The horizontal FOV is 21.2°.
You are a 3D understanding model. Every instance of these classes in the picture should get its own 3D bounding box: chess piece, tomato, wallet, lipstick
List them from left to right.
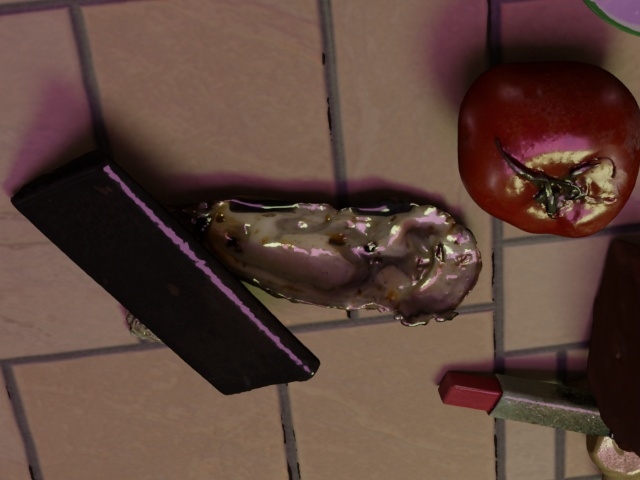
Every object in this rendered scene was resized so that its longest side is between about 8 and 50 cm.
[{"bbox_3d":[-0.150,0.037,1.702,0.321,0.044,0.170,46,145,-22],"label":"wallet"},{"bbox_3d":[0.211,-0.089,1.621,0.187,0.151,0.187,-8,135,-8],"label":"tomato"},{"bbox_3d":[0.286,0.189,1.902,0.312,0.051,0.051,10,113,3],"label":"lipstick"},{"bbox_3d":[0.348,0.228,1.974,0.090,0.090,0.200,-18,119,10],"label":"chess piece"}]

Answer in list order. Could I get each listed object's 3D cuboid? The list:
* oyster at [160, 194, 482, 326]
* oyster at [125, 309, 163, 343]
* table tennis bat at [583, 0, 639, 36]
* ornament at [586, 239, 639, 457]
[{"bbox_3d":[0.000,0.003,1.738,0.345,0.078,0.128,9,109,-12],"label":"oyster"},{"bbox_3d":[-0.154,0.097,1.819,0.100,0.037,0.098,-11,131,4],"label":"oyster"},{"bbox_3d":[0.341,-0.232,1.555,0.257,0.039,0.160,37,121,-15],"label":"table tennis bat"},{"bbox_3d":[0.416,0.119,1.806,0.218,0.235,0.221,-2,156,-9],"label":"ornament"}]
